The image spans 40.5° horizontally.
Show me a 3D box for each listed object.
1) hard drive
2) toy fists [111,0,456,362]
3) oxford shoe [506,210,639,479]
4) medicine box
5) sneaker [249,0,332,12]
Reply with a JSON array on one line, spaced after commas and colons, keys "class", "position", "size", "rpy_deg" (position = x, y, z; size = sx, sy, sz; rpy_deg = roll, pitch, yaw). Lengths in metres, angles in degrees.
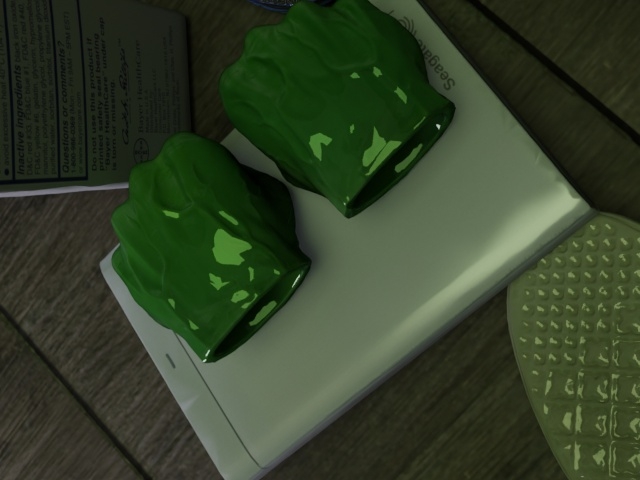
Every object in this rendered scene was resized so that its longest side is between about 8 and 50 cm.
[{"class": "hard drive", "position": [0.000, 0.000, 0.680], "size": [0.353, 0.047, 0.233], "rpy_deg": [-41, 71, 19]}, {"class": "toy fists", "position": [-0.038, -0.049, 0.625], "size": [0.142, 0.096, 0.279], "rpy_deg": [47, 106, 13]}, {"class": "oxford shoe", "position": [0.289, 0.165, 0.570], "size": [0.169, 0.130, 0.449], "rpy_deg": [-49, 63, 21]}, {"class": "medicine box", "position": [-0.280, -0.109, 0.661], "size": [0.263, 0.289, 0.149], "rpy_deg": [0, 95, 20]}, {"class": "sneaker", "position": [-0.074, -0.231, 0.682], "size": [0.221, 0.087, 0.083], "rpy_deg": [12, 99, 19]}]
